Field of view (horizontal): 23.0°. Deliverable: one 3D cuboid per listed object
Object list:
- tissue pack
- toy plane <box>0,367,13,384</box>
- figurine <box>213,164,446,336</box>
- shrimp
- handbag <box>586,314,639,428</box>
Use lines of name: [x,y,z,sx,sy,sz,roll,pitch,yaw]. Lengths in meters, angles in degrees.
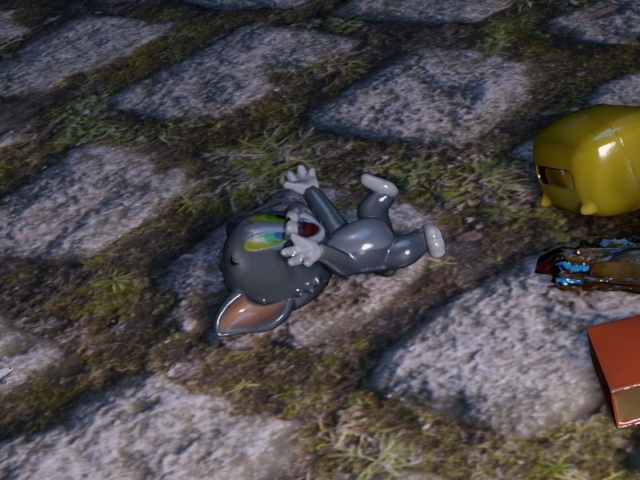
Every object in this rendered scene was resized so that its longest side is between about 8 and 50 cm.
tissue pack: [0.326,-0.092,1.851,0.127,0.123,0.178,-25,13,-13]
toy plane: [-0.384,0.164,1.765,0.084,0.024,0.078,-18,25,-27]
figurine: [0.004,0.002,1.810,0.265,0.140,0.193,-2,48,-9]
shrimp: [0.383,0.001,1.739,0.290,0.054,0.222,-4,28,11]
handbag: [0.365,0.112,1.523,0.190,0.063,0.127,-14,25,4]
